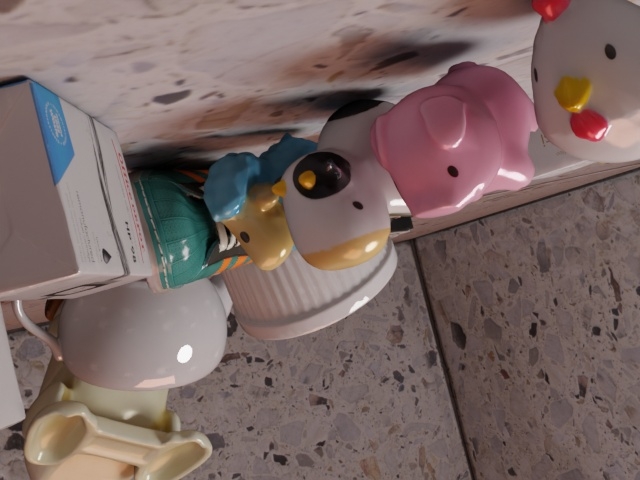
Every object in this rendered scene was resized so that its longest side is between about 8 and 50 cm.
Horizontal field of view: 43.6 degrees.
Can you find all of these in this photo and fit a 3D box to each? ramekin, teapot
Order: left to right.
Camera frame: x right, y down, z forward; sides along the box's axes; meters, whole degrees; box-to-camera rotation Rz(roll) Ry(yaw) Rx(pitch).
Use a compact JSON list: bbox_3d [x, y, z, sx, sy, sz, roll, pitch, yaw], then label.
[{"bbox_3d":[-0.253,0.086,1.126,0.252,0.187,0.256,7,-166,15],"label":"teapot"},{"bbox_3d":[-0.024,0.011,0.935,0.207,0.109,0.207,-21,-158,9],"label":"ramekin"}]

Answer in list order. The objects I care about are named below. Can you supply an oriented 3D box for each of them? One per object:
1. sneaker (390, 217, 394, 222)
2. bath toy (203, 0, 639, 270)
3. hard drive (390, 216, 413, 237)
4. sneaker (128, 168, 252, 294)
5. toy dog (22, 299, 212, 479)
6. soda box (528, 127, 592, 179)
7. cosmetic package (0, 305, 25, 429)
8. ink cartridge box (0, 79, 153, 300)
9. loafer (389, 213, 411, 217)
[{"bbox_3d":[0.053,-0.005,1.168,0.295,0.147,0.104,-14,175,-20],"label":"sneaker"},{"bbox_3d":[0.073,-0.069,0.550,0.348,0.152,0.129,-18,139,42],"label":"bath toy"},{"bbox_3d":[0.000,0.000,1.690,0.338,0.064,0.237,-15,176,27],"label":"hard drive"},{"bbox_3d":[-0.092,-0.024,0.728,0.120,0.108,0.302,-15,-176,3],"label":"sneaker"},{"bbox_3d":[-0.365,0.230,1.412,0.284,0.408,0.395,15,133,-23],"label":"toy dog"},{"bbox_3d":[0.329,-0.131,0.938,0.073,0.069,0.216,-11,175,-38],"label":"soda box"},{"bbox_3d":[-0.494,0.129,0.737,0.365,0.197,0.155,-13,177,5],"label":"cosmetic package"},{"bbox_3d":[-0.154,-0.021,0.484,0.060,0.104,0.180,-15,177,2],"label":"ink cartridge box"},{"bbox_3d":[0.083,-0.062,0.836,0.087,0.095,0.251,-22,173,33],"label":"loafer"}]
